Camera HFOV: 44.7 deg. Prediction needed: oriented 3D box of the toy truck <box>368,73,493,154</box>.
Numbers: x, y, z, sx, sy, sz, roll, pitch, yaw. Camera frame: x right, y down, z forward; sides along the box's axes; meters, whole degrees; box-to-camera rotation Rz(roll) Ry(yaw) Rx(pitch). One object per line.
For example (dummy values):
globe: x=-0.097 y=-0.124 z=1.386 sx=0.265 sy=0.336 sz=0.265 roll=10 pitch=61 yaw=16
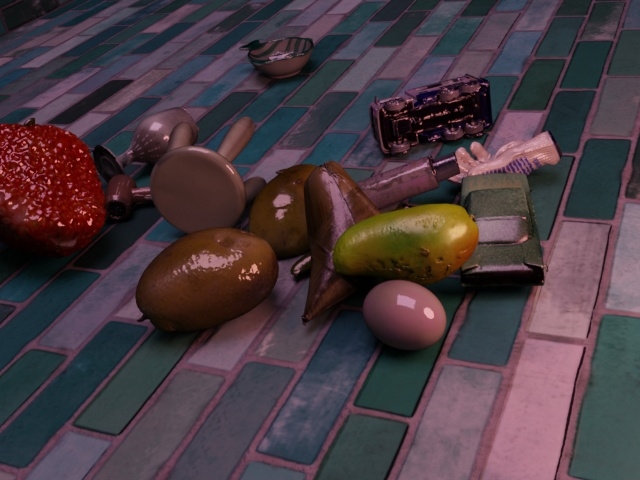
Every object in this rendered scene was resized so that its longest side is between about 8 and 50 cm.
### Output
toy truck: x=0.240 y=-0.289 z=1.758 sx=0.268 sy=0.124 sz=0.155 roll=-15 pitch=25 yaw=-10

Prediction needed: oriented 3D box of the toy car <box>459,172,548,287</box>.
toy car: x=0.310 y=-0.031 z=1.348 sx=0.141 sy=0.097 sz=0.320 roll=-3 pitch=33 yaw=11

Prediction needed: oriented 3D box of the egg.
egg: x=0.126 y=0.112 z=1.172 sx=0.135 sy=0.103 sz=0.103 roll=18 pitch=42 yaw=35

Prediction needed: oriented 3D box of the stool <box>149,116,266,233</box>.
stool: x=-0.224 y=-0.138 z=1.590 sx=0.195 sy=0.195 sz=0.198 roll=-2 pitch=32 yaw=14

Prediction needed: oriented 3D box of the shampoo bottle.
shampoo bottle: x=0.165 y=-0.114 z=1.509 sx=0.214 sy=0.072 sz=0.072 roll=-20 pitch=30 yaw=12

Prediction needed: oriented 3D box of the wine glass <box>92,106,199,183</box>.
wine glass: x=-0.409 y=-0.224 z=1.848 sx=0.126 sy=0.126 sz=0.241 roll=20 pitch=46 yaw=39

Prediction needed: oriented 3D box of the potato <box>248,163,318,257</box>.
potato: x=-0.059 y=-0.080 z=1.530 sx=0.160 sy=0.111 sz=0.271 roll=4 pitch=35 yaw=19

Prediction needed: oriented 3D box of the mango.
mango: x=0.134 y=0.013 z=1.222 sx=0.233 sy=0.111 sz=0.125 roll=-14 pitch=70 yaw=1

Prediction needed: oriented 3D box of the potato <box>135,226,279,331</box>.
potato: x=-0.195 y=0.067 z=1.297 sx=0.251 sy=0.159 sz=0.174 roll=-28 pitch=11 yaw=-11

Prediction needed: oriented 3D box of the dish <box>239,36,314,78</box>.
dish: x=-0.123 y=-0.531 z=2.288 sx=0.246 sy=0.078 sz=0.224 roll=20 pitch=43 yaw=38

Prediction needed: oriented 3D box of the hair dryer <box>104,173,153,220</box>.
hair dryer: x=-0.381 y=-0.100 z=1.709 sx=0.182 sy=0.064 sz=0.117 roll=-6 pitch=33 yaw=-3

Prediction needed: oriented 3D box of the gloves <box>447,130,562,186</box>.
gloves: x=0.355 y=-0.152 z=1.527 sx=0.229 sy=0.097 sz=0.119 roll=-9 pitch=10 yaw=12

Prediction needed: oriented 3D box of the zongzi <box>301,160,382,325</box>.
zongzi: x=0.000 y=0.000 z=1.319 sx=0.242 sy=0.112 sz=0.221 roll=-33 pitch=75 yaw=-24

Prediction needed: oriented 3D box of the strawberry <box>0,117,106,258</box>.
strawberry: x=-0.588 y=-0.088 z=1.571 sx=0.312 sy=0.267 sz=0.351 roll=-1 pitch=36 yaw=-46

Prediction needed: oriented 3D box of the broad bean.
broad bean: x=0.071 y=-0.002 z=1.429 sx=0.297 sy=0.043 sz=0.060 roll=-26 pitch=28 yaw=-25
